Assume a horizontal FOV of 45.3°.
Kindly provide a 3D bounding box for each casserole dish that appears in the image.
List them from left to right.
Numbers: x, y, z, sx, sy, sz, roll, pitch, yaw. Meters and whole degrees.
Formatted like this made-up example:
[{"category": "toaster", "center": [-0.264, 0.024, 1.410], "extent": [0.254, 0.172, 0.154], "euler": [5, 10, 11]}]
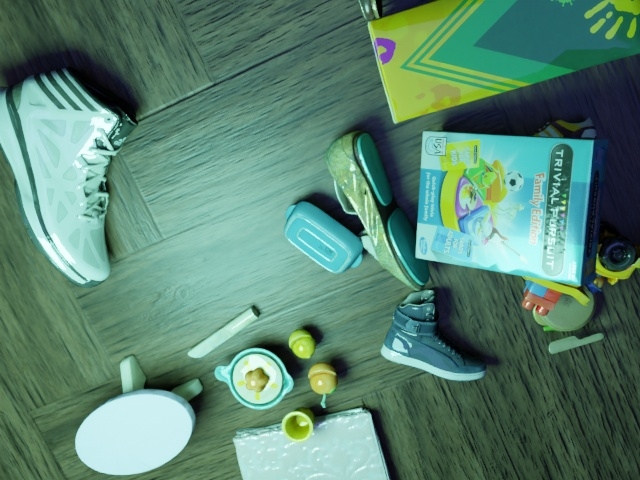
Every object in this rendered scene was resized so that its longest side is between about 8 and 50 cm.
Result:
[{"category": "casserole dish", "center": [0.000, 0.000, 1.576], "extent": [0.188, 0.037, 0.114], "euler": [36, 136, 2]}]

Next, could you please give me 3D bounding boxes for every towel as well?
[{"category": "towel", "center": [-0.007, 0.550, 1.749], "extent": [0.332, 0.053, 0.317], "euler": [-12, 103, 9]}]

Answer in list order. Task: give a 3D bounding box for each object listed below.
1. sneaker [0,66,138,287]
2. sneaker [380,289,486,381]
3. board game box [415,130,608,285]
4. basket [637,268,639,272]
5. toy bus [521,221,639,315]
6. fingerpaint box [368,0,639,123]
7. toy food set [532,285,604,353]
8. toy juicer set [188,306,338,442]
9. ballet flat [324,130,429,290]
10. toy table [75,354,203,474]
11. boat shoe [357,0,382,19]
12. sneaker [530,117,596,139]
[{"category": "sneaker", "center": [-0.472, -0.135, 1.551], "extent": [0.257, 0.169, 0.447], "euler": [-19, 100, 13]}, {"category": "sneaker", "center": [0.255, 0.196, 1.606], "extent": [0.226, 0.086, 0.163], "euler": [15, 109, 3]}, {"category": "board game box", "center": [0.344, -0.071, 1.429], "extent": [0.336, 0.079, 0.253], "euler": [9, 102, 38]}, {"category": "basket", "center": [0.767, 0.016, 1.432], "extent": [0.213, 0.223, 0.299], "euler": [41, 106, -6]}, {"category": "toy bus", "center": [0.492, 0.055, 1.506], "extent": [0.220, 0.149, 0.211], "euler": [20, 104, 0]}, {"category": "fingerpaint box", "center": [0.281, -0.340, 1.272], "extent": [0.371, 0.445, 0.163], "euler": [-15, 104, 9]}, {"category": "toy food set", "center": [0.503, 0.127, 1.590], "extent": [0.132, 0.038, 0.192], "euler": [-15, 90, 3]}, {"category": "toy juicer set", "center": [-0.114, 0.264, 1.644], "extent": [0.329, 0.089, 0.209], "euler": [35, 102, 7]}, {"category": "ballet flat", "center": [0.108, -0.051, 1.552], "extent": [0.123, 0.123, 0.348], "euler": [-23, 102, 12]}, {"category": "toy table", "center": [-0.386, 0.393, 1.690], "extent": [0.274, 0.161, 0.252], "euler": [-12, 104, 10]}, {"category": "boat shoe", "center": [0.068, -0.515, 1.444], "extent": [0.073, 0.073, 0.207], "euler": [-9, 96, 16]}, {"category": "sneaker", "center": [0.440, -0.194, 1.498], "extent": [0.185, 0.069, 0.084], "euler": [-3, 74, 18]}]
